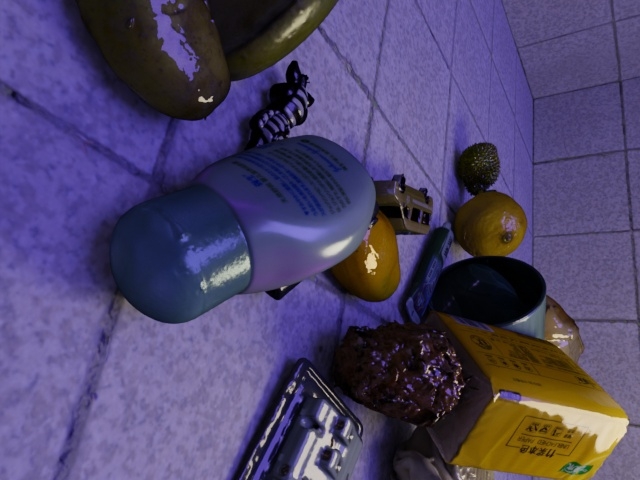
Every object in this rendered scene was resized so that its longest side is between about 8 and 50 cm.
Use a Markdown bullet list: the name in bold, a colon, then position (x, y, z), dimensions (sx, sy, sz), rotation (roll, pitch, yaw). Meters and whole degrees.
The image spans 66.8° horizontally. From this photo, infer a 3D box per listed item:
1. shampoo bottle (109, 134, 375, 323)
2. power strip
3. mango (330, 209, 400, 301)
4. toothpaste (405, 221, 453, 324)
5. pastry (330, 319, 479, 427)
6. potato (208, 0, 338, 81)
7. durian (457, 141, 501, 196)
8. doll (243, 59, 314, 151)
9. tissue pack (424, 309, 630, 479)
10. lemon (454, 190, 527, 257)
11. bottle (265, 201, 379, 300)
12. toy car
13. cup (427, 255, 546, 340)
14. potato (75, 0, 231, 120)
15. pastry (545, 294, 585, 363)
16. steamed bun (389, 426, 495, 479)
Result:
- **shampoo bottle**: position (-0.095, -0.019, 0.626), dimensions (0.349, 0.221, 0.151), rotation (-29, 150, -41)
- **power strip**: position (-0.008, 0.371, 0.812), dimensions (0.257, 0.092, 0.251), rotation (-61, 137, -35)
- **mango**: position (0.093, 0.028, 0.994), dimensions (0.317, 0.119, 0.177), rotation (55, 45, -46)
- **toothpaste**: position (0.311, 0.074, 1.363), dimensions (0.392, 0.061, 0.099), rotation (-58, 135, -40)
- **pastry**: position (0.149, 0.236, 0.920), dimensions (0.275, 0.274, 0.193), rotation (40, 67, -47)
- **potato**: position (-0.096, -0.332, 0.726), dimensions (0.255, 0.269, 0.112), rotation (-58, 141, -5)
- **durian**: position (0.561, -0.252, 1.719), dimensions (0.159, 0.145, 0.198), rotation (-50, 139, -51)
- **doll**: position (-0.069, -0.203, 0.814), dimensions (0.091, 0.067, 0.219), rotation (55, 49, -42)
- **tissue pack**: position (0.406, 0.341, 1.073), dimensions (0.381, 0.293, 0.228), rotation (16, 109, -21)
- **lemon**: position (0.566, -0.049, 1.617), dimensions (0.253, 0.228, 0.229), rotation (-17, 100, -61)
- **bottle**: position (0.000, 0.000, 0.805), dimensions (0.082, 0.072, 0.244), rotation (45, 64, 9)
- **toy car**: position (0.183, -0.077, 1.151), dimensions (0.256, 0.101, 0.125), rotation (9, 82, -57)
- **cup**: position (0.445, 0.285, 1.390), dimensions (0.310, 0.400, 0.393), rotation (-110, -179, -62)
- **potato**: position (-0.198, -0.255, 0.578), dimensions (0.149, 0.113, 0.251), rotation (-52, 130, -36)
- **pastry**: position (0.703, 0.323, 1.681), dimensions (0.245, 0.409, 0.410), rotation (-41, 127, -10)
- **steamed bun**: position (0.266, 0.561, 1.113), dimensions (0.275, 0.203, 0.289), rotation (17, 53, -46)
